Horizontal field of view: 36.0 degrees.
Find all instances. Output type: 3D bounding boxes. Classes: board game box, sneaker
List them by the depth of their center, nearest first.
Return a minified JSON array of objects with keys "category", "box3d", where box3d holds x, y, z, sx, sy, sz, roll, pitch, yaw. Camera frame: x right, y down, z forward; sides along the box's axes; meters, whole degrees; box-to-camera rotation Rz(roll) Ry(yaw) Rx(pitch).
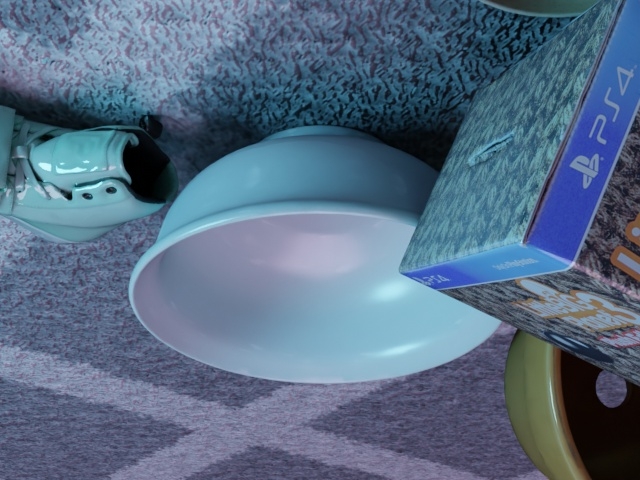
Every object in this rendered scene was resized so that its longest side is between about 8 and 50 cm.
[{"category":"board game box","box3d":[0.225,0.009,0.566,0.291,0.141,0.232,25,171,-5]},{"category":"sneaker","box3d":[-0.222,-0.073,0.723,0.151,0.094,0.256,-15,156,35]}]

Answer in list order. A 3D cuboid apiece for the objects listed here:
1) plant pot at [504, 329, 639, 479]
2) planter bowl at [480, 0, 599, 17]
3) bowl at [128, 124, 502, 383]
[{"category":"plant pot","box3d":[0.275,0.113,0.787,0.290,0.291,0.203,7,169,-11]},{"category":"planter bowl","box3d":[0.125,-0.205,0.484,0.162,0.109,0.162,0,148,0]},{"category":"bowl","box3d":[0.000,0.000,0.805,0.297,0.134,0.298,1,150,0]}]
